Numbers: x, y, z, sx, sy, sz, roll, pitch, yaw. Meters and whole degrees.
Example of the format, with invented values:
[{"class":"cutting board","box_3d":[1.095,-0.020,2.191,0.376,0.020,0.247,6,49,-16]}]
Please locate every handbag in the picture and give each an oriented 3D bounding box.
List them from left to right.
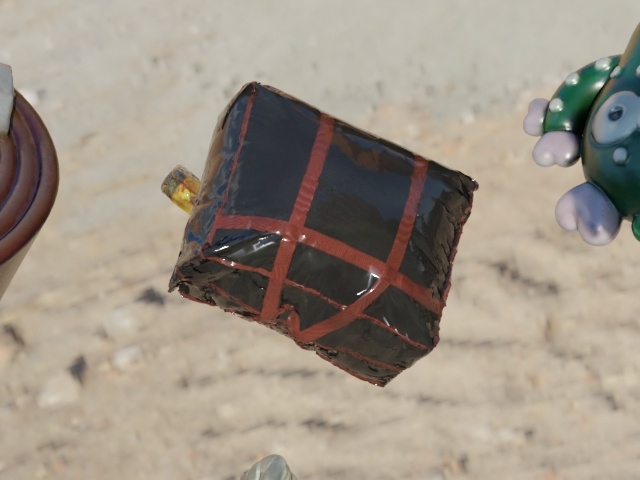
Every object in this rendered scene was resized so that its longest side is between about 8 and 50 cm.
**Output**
[{"class":"handbag","box_3d":[0.000,0.000,1.418,0.215,0.155,0.169,24,59,-10]}]

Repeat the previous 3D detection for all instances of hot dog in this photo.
[{"class":"hot dog","box_3d":[-0.113,-0.041,1.586,0.030,0.034,0.090,-56,43,2]}]

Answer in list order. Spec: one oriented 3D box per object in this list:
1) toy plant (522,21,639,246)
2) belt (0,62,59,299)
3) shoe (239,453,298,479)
[{"class":"toy plant","box_3d":[0.309,-0.099,1.685,0.232,0.112,0.243,-27,48,14]},{"class":"belt","box_3d":[-0.290,-0.009,0.986,0.217,0.122,0.338,46,36,16]},{"class":"shoe","box_3d":[-0.059,0.285,1.801,0.169,0.099,0.071,-44,27,27]}]
